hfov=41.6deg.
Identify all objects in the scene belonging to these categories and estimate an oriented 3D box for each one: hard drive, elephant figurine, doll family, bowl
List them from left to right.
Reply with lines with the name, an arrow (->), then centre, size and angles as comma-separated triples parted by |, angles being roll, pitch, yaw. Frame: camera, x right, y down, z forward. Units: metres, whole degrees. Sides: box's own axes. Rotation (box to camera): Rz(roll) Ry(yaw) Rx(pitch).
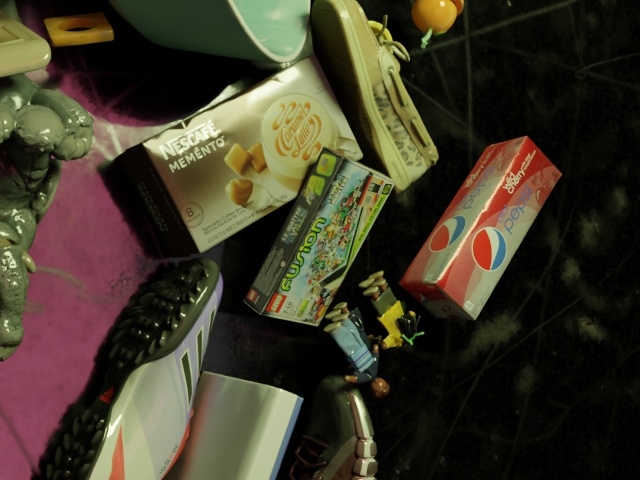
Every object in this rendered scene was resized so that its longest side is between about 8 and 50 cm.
elephant figurine -> -0.330, -0.040, 0.835 | 0.169, 0.186, 0.239 | 19, 118, 2
bowl -> -0.138, -0.330, 0.903 | 0.311, 0.163, 0.311 | -8, 90, -70
hard drive -> -0.130, 0.302, 0.883 | 0.040, 0.210, 0.318 | 26, 75, -25
doll family -> 0.071, 0.121, 1.065 | 0.193, 0.076, 0.111 | -37, 103, -39

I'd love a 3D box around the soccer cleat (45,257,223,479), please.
soccer cleat -> -0.182, 0.171, 0.932 | 0.116, 0.109, 0.318 | 38, 71, -36

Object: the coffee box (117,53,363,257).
coffee box -> -0.091, -0.100, 0.992 | 0.247, 0.098, 0.141 | -32, 102, -27

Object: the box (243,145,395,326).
box -> 0.000, 0.000, 1.008 | 0.114, 0.036, 0.207 | 17, 103, -51

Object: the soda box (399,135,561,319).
soda box -> 0.224, -0.018, 1.168 | 0.083, 0.092, 0.263 | 42, 69, -20

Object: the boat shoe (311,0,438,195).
boat shoe -> 0.070, -0.188, 1.047 | 0.089, 0.104, 0.285 | -33, 131, -10

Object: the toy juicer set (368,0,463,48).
toy juicer set -> 0.089, -0.384, 1.033 | 0.209, 0.089, 0.328 | -19, 116, -5

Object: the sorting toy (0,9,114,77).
sorting toy -> -0.373, -0.199, 0.796 | 0.348, 0.196, 0.047 | -20, 129, -29

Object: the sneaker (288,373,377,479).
sneaker -> -0.024, 0.306, 1.006 | 0.163, 0.106, 0.281 | -1, 88, -26
